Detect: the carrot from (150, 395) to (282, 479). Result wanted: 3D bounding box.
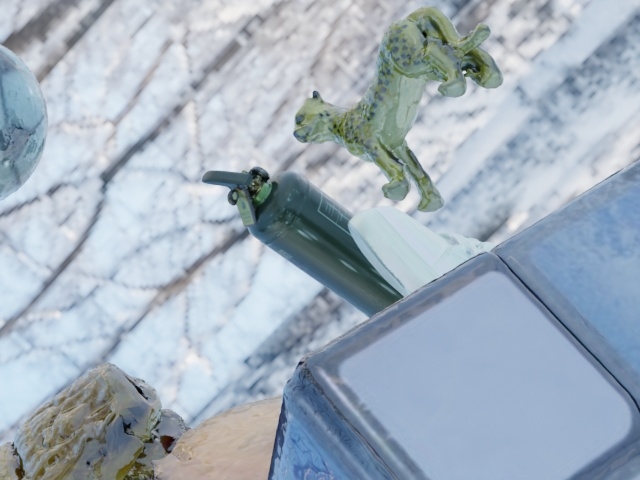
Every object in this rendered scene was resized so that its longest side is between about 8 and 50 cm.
[{"bbox_3d":[-0.017,0.278,1.337,0.196,0.196,0.254,-103,-3,-67],"label":"carrot"}]

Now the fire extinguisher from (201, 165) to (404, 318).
[{"bbox_3d":[0.000,0.000,1.888,0.311,0.095,0.114,37,156,-24],"label":"fire extinguisher"}]

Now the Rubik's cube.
[{"bbox_3d":[0.170,0.191,0.965,0.316,0.318,0.313,50,152,24],"label":"Rubik's cube"}]

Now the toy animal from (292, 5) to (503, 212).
[{"bbox_3d":[0.061,-0.121,1.203,0.073,0.181,0.136,-5,-138,-41],"label":"toy animal"}]

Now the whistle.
[{"bbox_3d":[-0.304,-0.120,1.249,0.163,0.163,0.289,53,162,34],"label":"whistle"}]

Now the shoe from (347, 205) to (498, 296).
[{"bbox_3d":[0.202,0.053,1.607,0.363,0.160,0.132,40,178,-15],"label":"shoe"}]

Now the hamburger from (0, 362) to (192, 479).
[{"bbox_3d":[-0.221,0.203,1.438,0.130,0.206,0.183,68,170,-26],"label":"hamburger"}]
